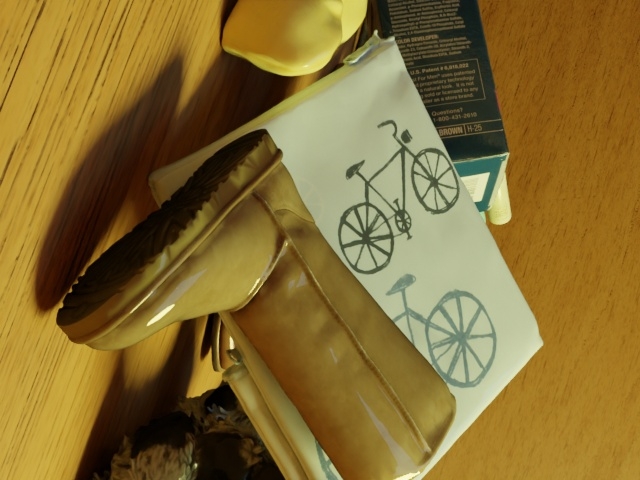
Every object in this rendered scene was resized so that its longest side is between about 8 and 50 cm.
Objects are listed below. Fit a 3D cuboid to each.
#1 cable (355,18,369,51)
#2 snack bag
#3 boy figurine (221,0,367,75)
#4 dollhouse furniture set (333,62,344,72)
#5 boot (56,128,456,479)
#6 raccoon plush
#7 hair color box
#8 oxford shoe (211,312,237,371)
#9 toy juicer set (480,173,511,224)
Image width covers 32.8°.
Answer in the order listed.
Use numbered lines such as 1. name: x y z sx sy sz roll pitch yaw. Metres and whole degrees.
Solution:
1. cable: 0.066 -0.200 1.521 0.139 0.072 0.287 45 63 -75
2. snack bag: 0.033 0.031 0.908 0.037 0.342 0.323 -15 -163 48
3. boy figurine: 0.003 -0.236 0.928 0.177 0.092 0.285 95 16 -57
4. dollhouse furniture set: 0.062 -0.015 1.433 0.152 0.201 0.374 -53 158 -54
5. boot: -0.024 0.083 0.759 0.089 0.269 0.236 -16 -157 45
6. raccoon plush: -0.149 0.301 0.984 0.446 0.216 0.299 -47 -179 -6
7. hair color box: 0.108 -0.211 1.138 0.174 0.105 0.347 83 -2 -73
8. oxford shoe: -0.063 0.046 1.154 0.076 0.076 0.212 -24 132 -82
9. toy juicer set: 0.156 0.020 1.303 0.329 0.089 0.209 -50 139 -3
